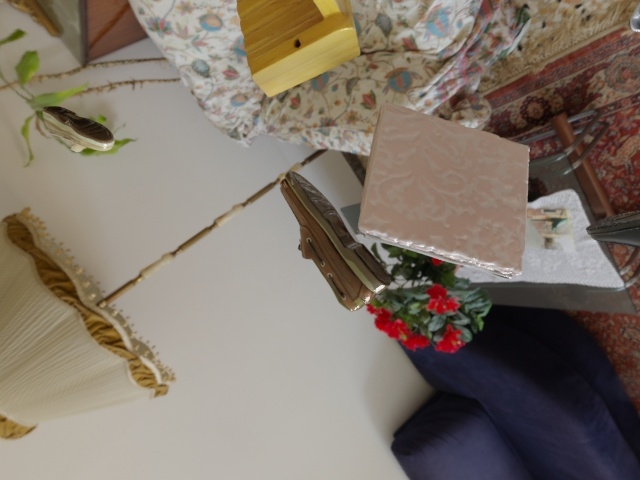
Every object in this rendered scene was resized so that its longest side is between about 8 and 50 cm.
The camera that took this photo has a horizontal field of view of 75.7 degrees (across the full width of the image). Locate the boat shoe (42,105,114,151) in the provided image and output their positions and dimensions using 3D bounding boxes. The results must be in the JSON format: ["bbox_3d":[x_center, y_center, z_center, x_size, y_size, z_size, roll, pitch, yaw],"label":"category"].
[{"bbox_3d":[-0.517,-0.225,0.887,0.189,0.068,0.072,29,120,20],"label":"boat shoe"}]

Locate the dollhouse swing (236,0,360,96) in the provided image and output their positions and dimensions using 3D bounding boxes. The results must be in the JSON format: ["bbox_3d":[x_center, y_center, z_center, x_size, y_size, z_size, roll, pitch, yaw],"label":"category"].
[{"bbox_3d":[-0.108,-0.476,0.671,0.315,0.305,0.347,-12,90,33],"label":"dollhouse swing"}]

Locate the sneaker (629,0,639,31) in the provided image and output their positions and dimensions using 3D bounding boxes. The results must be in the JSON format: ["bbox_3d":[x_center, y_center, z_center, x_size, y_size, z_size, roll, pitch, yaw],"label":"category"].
[{"bbox_3d":[0.613,-0.329,0.677,0.282,0.153,0.099,62,179,-27],"label":"sneaker"}]

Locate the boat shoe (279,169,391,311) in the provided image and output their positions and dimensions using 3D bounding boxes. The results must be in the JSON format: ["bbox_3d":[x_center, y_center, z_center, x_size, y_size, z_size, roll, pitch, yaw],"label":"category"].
[{"bbox_3d":[0.000,0.000,0.807,0.104,0.110,0.307,-44,71,22],"label":"boat shoe"}]

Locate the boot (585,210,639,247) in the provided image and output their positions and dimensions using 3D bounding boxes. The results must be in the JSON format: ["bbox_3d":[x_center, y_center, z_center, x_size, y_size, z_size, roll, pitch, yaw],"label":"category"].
[{"bbox_3d":[0.756,0.035,0.928,0.246,0.094,0.207,-17,97,63],"label":"boot"}]

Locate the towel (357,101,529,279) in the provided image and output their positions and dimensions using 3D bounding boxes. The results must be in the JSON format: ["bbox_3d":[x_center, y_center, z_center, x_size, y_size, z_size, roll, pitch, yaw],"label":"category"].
[{"bbox_3d":[0.252,-0.108,0.825,0.331,0.317,0.053,16,156,-4],"label":"towel"}]
